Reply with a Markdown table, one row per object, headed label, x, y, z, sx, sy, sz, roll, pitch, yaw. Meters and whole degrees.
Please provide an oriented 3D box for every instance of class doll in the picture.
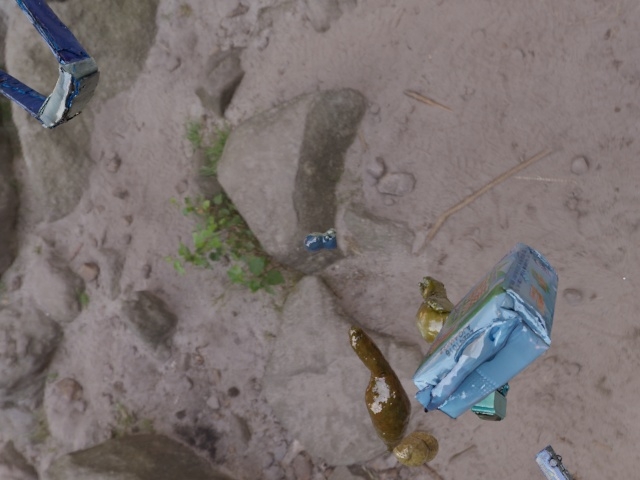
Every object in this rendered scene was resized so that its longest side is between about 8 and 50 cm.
| label | x | y | z | sx | sy | sz | roll | pitch | yaw |
| --- | --- | --- | --- | --- | --- | --- | --- | --- | --- |
| doll | 0.000 | 0.000 | 1.284 | 0.083 | 0.076 | 0.051 | -8 | 89 | 0 |

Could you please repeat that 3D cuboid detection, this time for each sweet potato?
| label | x | y | z | sx | sy | sz | roll | pitch | yaw |
| --- | --- | --- | --- | --- | --- | --- | --- | --- | --- |
| sweet potato | 0.107 | 0.252 | 0.916 | 0.074 | 0.075 | 0.270 | -6 | 115 | 28 |

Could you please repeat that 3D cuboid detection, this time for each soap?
| label | x | y | z | sx | sy | sz | roll | pitch | yaw |
| --- | --- | --- | --- | --- | --- | --- | --- | --- | --- |
| soap | 0.206 | 0.099 | 0.665 | 0.077 | 0.293 | 0.156 | 43 | 116 | 9 |

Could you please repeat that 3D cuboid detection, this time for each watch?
| label | x | y | z | sx | sy | sz | roll | pitch | yaw |
| --- | --- | --- | --- | --- | --- | --- | --- | --- | --- |
| watch | -0.498 | -0.293 | 0.870 | 0.276 | 0.068 | 0.275 | -24 | 111 | 39 |

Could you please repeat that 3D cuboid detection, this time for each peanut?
| label | x | y | z | sx | sy | sz | roll | pitch | yaw |
| --- | --- | --- | --- | --- | --- | --- | --- | --- | --- |
| peanut | 0.258 | 0.562 | 1.498 | 0.089 | 0.192 | 0.089 | -8 | 74 | 29 |

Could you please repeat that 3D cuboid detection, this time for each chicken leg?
| label | x | y | z | sx | sy | sz | roll | pitch | yaw |
| --- | --- | --- | --- | --- | --- | --- | --- | --- | --- |
| chicken leg | 0.387 | 0.222 | 1.835 | 0.201 | 0.429 | 0.152 | 44 | 106 | -9 |

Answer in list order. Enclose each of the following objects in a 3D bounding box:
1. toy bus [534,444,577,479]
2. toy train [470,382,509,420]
| label | x | y | z | sx | sy | sz | roll | pitch | yaw |
| --- | --- | --- | --- | --- | --- | --- | --- | --- | --- |
| toy bus | 0.647 | 0.638 | 1.501 | 0.061 | 0.051 | 0.153 | -47 | 60 | 29 |
| toy train | 0.572 | 0.525 | 1.876 | 0.107 | 0.198 | 0.155 | -2 | 63 | 33 |
